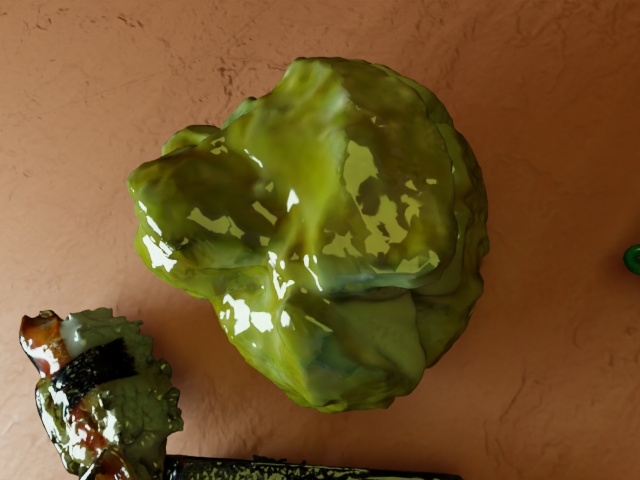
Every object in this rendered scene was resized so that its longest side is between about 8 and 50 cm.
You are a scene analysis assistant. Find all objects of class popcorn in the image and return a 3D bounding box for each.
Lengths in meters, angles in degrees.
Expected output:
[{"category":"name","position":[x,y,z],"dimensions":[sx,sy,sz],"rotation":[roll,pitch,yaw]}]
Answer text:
[{"category":"popcorn","position":[-0.003,0.001,0.474],"dimensions":[0.277,0.225,0.276],"rotation":[-1,87,18]}]

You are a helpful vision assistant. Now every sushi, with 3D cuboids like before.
[{"category":"sushi","position":[-0.180,0.136,0.533],"dimensions":[0.103,0.097,0.226],"rotation":[-43,59,8]}]

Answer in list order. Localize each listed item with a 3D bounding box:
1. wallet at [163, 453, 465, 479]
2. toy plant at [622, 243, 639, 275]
[{"category":"wallet","position":[-0.016,0.288,0.480],"dimensions":[0.263,0.071,0.220],"rotation":[1,70,11]},{"category":"toy plant","position":[0.340,-0.013,0.476],"dimensions":[0.201,0.105,0.142],"rotation":[-5,53,14]}]
